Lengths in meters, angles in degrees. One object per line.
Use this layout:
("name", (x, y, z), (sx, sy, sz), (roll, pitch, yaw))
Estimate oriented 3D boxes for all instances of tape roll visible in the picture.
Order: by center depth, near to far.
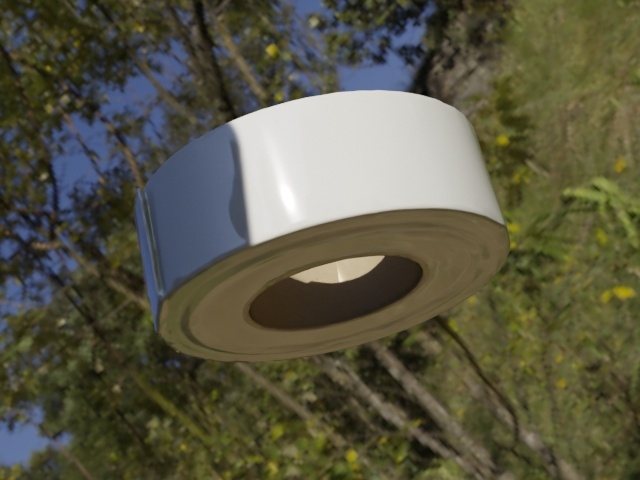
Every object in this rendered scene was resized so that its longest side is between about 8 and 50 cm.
("tape roll", (0.000, 0.000, 0.885), (0.286, 0.100, 0.286), (-12, -22, -5))
